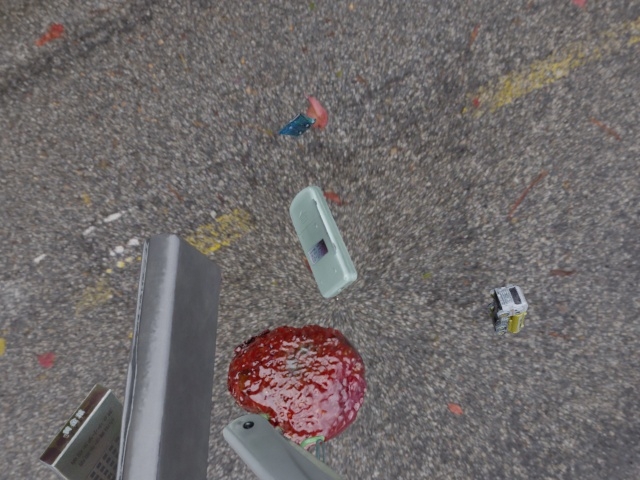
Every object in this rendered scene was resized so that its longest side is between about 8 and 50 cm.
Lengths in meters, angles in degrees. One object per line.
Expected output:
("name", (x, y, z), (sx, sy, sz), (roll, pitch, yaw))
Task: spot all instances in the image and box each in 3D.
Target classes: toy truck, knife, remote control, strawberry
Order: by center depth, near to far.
("knife", (-0.026, 0.276, 0.641), (0.073, 0.266, 0.040), (-28, 117, -32))
("knife", (-0.018, 0.358, 0.799), (0.054, 0.212, 0.015), (-6, 108, 0))
("toy truck", (0.341, 0.127, 0.990), (0.063, 0.123, 0.052), (-14, 55, 4))
("strawberry", (-0.033, 0.268, 1.090), (0.274, 0.274, 0.220), (33, 89, 5))
("remote control", (0.000, 0.000, 1.478), (0.056, 0.140, 0.296), (-6, 65, -38))

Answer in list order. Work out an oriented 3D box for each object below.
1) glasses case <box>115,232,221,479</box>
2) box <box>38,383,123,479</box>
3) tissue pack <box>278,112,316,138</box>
("glasses case", (-0.096, 0.096, 0.342), (0.042, 0.072, 0.190), (-1, 72, 6))
("box", (-0.480, 0.476, 1.224), (0.047, 0.324, 0.180), (16, 51, 20))
("tissue pack", (-0.060, -0.329, 1.585), (0.085, 0.138, 0.028), (-43, 76, 20))
